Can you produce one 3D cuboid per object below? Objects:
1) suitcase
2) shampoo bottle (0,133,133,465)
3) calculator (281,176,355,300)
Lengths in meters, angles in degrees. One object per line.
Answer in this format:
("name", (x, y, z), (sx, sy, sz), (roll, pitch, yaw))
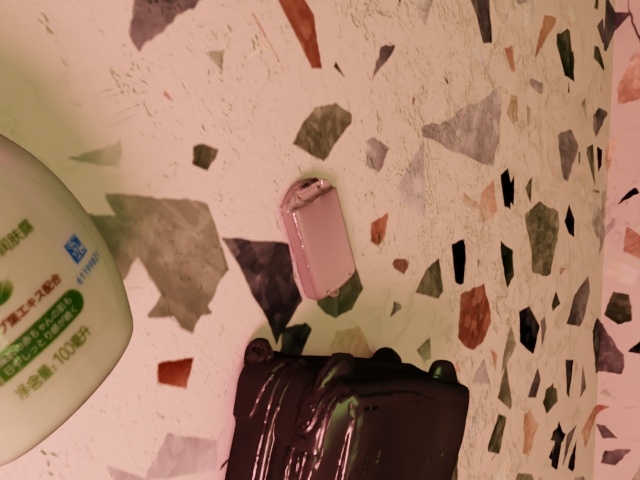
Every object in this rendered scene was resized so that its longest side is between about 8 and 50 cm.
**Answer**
("suitcase", (0.034, 0.308, 0.841), (0.345, 0.188, 0.339), (15, 86, -51))
("shampoo bottle", (-0.291, -0.015, 0.445), (0.222, 0.151, 0.349), (-48, 126, -34))
("calculator", (0.000, 0.000, 0.879), (0.100, 0.032, 0.175), (-34, 118, -43))
